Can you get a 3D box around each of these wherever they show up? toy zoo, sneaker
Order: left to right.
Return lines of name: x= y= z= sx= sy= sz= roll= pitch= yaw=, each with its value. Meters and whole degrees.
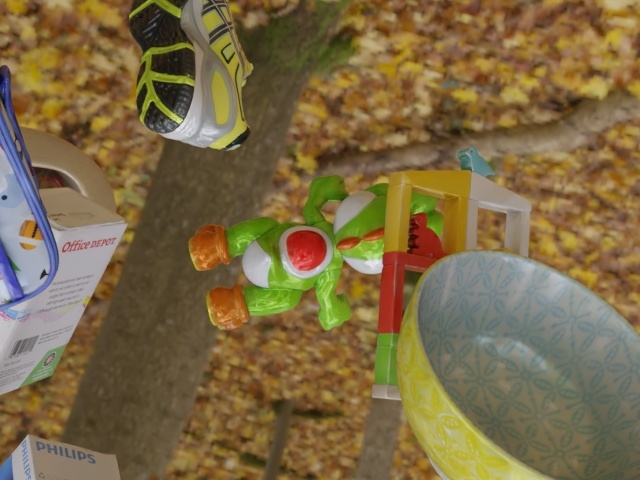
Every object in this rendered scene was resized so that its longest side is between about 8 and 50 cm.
sneaker: x=-0.181 y=-0.284 z=1.604 sx=0.145 sy=0.384 sz=0.147 roll=-27 pitch=140 yaw=34
toy zoo: x=0.153 y=0.038 z=1.247 sx=0.192 sy=0.293 sz=0.030 roll=10 pitch=170 yaw=-32

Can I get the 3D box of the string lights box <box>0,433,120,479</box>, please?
string lights box: x=-0.384 y=0.369 z=1.434 sx=0.133 sy=0.076 sz=0.259 roll=23 pitch=120 yaw=-37

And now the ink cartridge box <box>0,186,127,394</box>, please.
ink cartridge box: x=-0.418 y=0.069 z=1.577 sx=0.117 sy=0.278 sz=0.201 roll=31 pitch=-168 yaw=12

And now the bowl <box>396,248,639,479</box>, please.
bowl: x=0.185 y=0.164 z=1.075 sx=0.289 sy=0.289 sz=0.156 roll=19 pitch=129 yaw=-12

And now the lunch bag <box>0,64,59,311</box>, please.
lunch bag: x=-0.375 y=-0.052 z=1.003 sx=0.115 sy=0.243 sz=0.303 roll=-124 pitch=18 yaw=-48

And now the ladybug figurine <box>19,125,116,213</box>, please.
ladybug figurine: x=-0.580 y=-0.064 z=1.953 sx=0.449 sy=0.305 sz=0.162 roll=10 pitch=-170 yaw=-44

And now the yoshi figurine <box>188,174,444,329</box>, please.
yoshi figurine: x=0.007 y=0.008 z=1.623 sx=0.362 sy=0.203 sz=0.203 roll=-17 pitch=132 yaw=9
